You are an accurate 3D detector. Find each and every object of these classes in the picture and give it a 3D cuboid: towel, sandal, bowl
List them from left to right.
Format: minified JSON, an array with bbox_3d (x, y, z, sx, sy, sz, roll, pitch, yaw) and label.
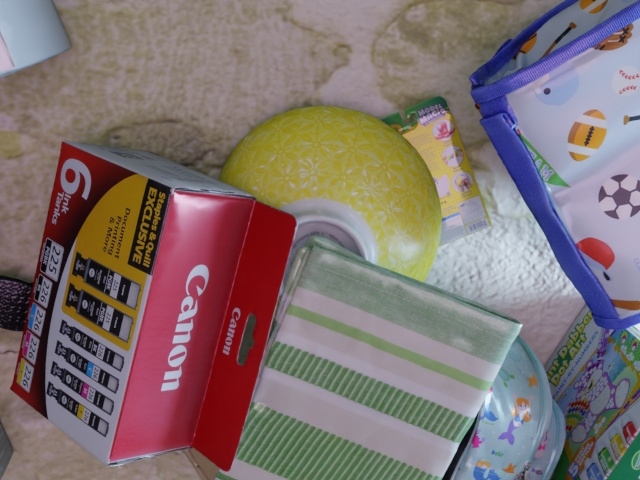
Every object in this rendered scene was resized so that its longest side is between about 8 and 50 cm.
[{"bbox_3d":[-0.348,0.083,1.097,0.179,0.040,0.067,15,109,-24],"label":"sandal"},{"bbox_3d":[0.000,0.000,1.012,0.290,0.156,0.289,2,110,5],"label":"bowl"},{"bbox_3d":[0.040,0.180,0.964,0.248,0.038,0.324,22,109,1],"label":"towel"}]

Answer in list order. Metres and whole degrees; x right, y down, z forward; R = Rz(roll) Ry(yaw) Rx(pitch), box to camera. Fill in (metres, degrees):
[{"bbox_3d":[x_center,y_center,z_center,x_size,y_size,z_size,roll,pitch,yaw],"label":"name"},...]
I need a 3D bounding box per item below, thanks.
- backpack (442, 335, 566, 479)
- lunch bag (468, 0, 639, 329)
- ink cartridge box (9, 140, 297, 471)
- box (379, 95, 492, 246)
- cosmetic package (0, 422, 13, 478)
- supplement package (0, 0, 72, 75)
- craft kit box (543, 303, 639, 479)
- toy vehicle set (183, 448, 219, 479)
[{"bbox_3d":[0.185,0.227,1.078,0.191,0.225,0.253,8,109,-16],"label":"backpack"},{"bbox_3d":[0.377,-0.135,0.963,0.385,0.239,0.328,-38,106,-14],"label":"lunch bag"},{"bbox_3d":[-0.193,0.074,0.965,0.130,0.272,0.309,3,105,-51],"label":"ink cartridge box"},{"bbox_3d":[0.134,-0.083,1.081,0.105,0.043,0.179,-21,109,3],"label":"box"},{"bbox_3d":[-0.482,0.206,1.073,0.107,0.127,0.238,-14,108,0],"label":"cosmetic package"},{"bbox_3d":[-0.381,-0.256,0.875,0.145,0.262,0.204,-20,107,2],"label":"supplement package"},{"bbox_3d":[0.336,0.223,1.079,0.061,0.246,0.250,28,101,-10],"label":"craft kit box"},{"bbox_3d":[-0.047,0.254,1.090,0.267,0.035,0.166,-35,86,28],"label":"toy vehicle set"}]
